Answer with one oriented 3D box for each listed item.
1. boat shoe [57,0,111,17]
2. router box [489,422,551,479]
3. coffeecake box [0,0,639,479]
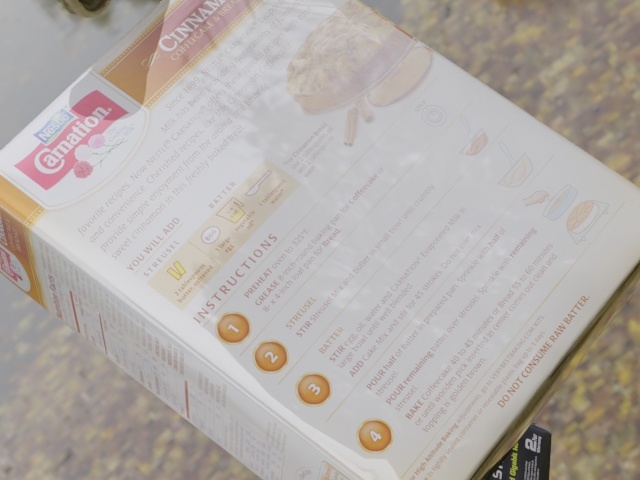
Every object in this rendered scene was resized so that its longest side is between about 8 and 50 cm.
[{"bbox_3d":[-0.080,-0.118,0.505,0.049,0.043,0.137,-37,-3,-22],"label":"boat shoe"},{"bbox_3d":[0.077,0.160,0.763,0.092,0.038,0.122,123,163,-48],"label":"router box"},{"bbox_3d":[0.000,0.000,0.514,0.142,0.185,0.068,-47,-15,-24],"label":"coffeecake box"}]
